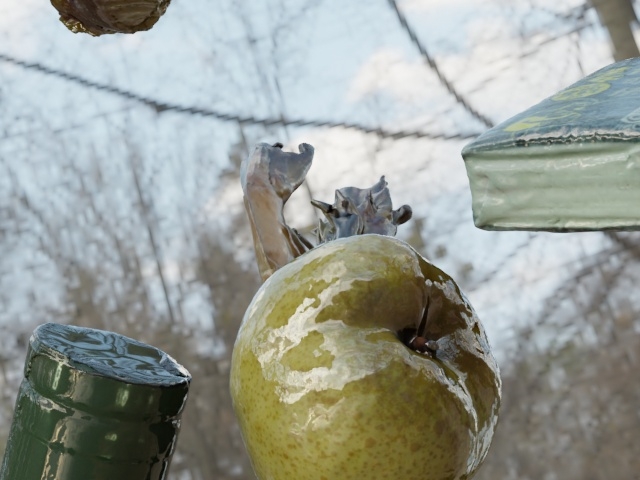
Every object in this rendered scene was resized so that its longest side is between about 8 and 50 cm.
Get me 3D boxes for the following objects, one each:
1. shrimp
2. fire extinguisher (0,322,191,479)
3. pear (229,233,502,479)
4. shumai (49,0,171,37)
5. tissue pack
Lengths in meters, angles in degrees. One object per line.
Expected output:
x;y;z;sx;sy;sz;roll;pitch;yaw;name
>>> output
-0.007;0.003;1.225;0.075;0.289;0.178;-21;-58;24;shrimp
-0.150;0.211;0.976;0.114;0.311;0.095;23;12;32;fire extinguisher
0.027;0.085;0.980;0.167;0.167;0.136;6;-29;-46;pear
-0.121;-0.180;1.071;0.139;0.105;0.123;-17;19;-4;shumai
0.245;-0.078;1.226;0.185;0.081;0.257;0;17;36;tissue pack
